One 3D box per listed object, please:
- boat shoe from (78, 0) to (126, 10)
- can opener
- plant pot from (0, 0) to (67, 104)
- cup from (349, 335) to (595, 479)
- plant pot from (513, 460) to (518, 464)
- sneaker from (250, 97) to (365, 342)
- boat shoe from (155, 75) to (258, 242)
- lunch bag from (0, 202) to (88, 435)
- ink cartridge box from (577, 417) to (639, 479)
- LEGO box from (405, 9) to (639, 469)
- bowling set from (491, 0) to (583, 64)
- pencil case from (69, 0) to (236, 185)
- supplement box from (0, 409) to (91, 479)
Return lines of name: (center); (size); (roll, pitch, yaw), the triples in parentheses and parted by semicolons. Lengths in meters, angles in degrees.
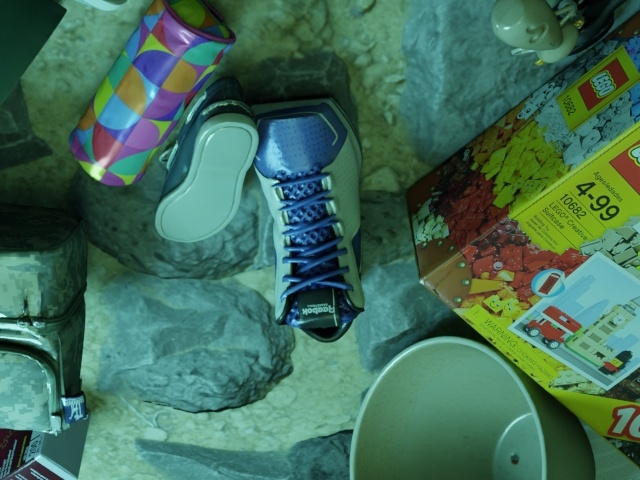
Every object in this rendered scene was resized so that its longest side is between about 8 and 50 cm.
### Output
boat shoe: (-0.300, -0.306, 1.025); (0.227, 0.079, 0.081); (35, 142, -26)
can opener: (0.316, -0.272, 1.081); (0.186, 0.073, 0.059); (-41, 79, 22)
plant pot: (-0.429, -0.182, 0.979); (0.235, 0.293, 0.293); (37, 117, -20)
cup: (0.236, 0.309, 1.371); (0.237, 0.331, 0.331); (15, 128, -41)
plant pot: (0.341, 0.507, 1.539); (0.267, 0.236, 0.267); (-34, 120, 22)
sneaker: (0.000, 0.001, 1.186); (0.127, 0.182, 0.315); (-8, 126, 3)
boat shoe: (-0.138, -0.087, 1.175); (0.095, 0.079, 0.254); (2, 147, -18)
lunch bag: (-0.423, 0.096, 1.187); (0.305, 0.212, 0.256); (3, 106, -7)
ink cartridge box: (0.395, 0.331, 1.448); (0.145, 0.179, 0.045); (-18, 155, 12)
LEGO box: (0.406, 0.028, 1.211); (0.372, 0.193, 0.500); (-39, 119, 24)
bowling set: (0.253, -0.336, 0.992); (0.287, 0.200, 0.154); (-40, 158, 24)
pencil case: (-0.188, -0.166, 1.113); (0.104, 0.104, 0.236); (29, 123, -21)
supplement box: (-0.444, 0.330, 1.449); (0.239, 0.130, 0.073); (-35, 120, 21)
